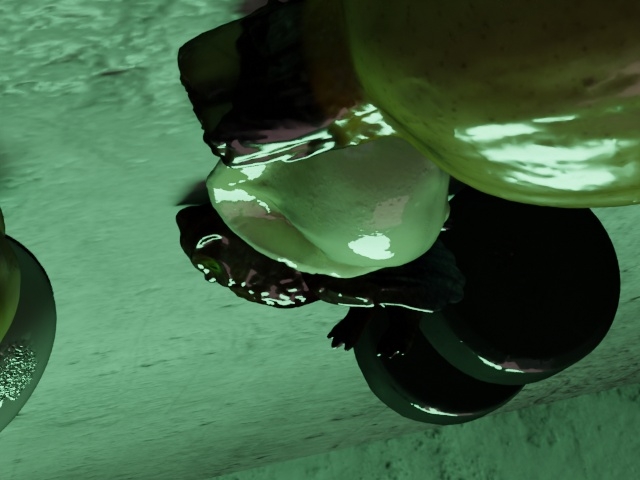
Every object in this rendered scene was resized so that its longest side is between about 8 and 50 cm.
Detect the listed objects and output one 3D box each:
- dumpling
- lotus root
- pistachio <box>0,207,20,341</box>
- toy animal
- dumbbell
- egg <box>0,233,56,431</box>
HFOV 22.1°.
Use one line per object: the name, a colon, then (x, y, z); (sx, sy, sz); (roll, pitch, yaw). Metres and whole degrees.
dumpling: (0.004, -0.031, 0.914); (0.134, 0.099, 0.169); (-9, 166, -6)
lotus root: (0.094, -0.093, 0.609); (0.310, 0.182, 0.183); (-18, 166, 22)
pistachio: (-0.288, 0.029, 0.770); (0.288, 0.197, 0.166); (-23, -148, -12)
toy animal: (-0.007, -0.001, 1.100); (0.179, 0.116, 0.218); (29, 172, -33)
dumbbell: (0.121, 0.052, 1.260); (0.153, 0.152, 0.218); (-10, 166, -17)
egg: (-0.239, 0.062, 0.940); (0.199, 0.146, 0.146); (-28, 163, 20)
